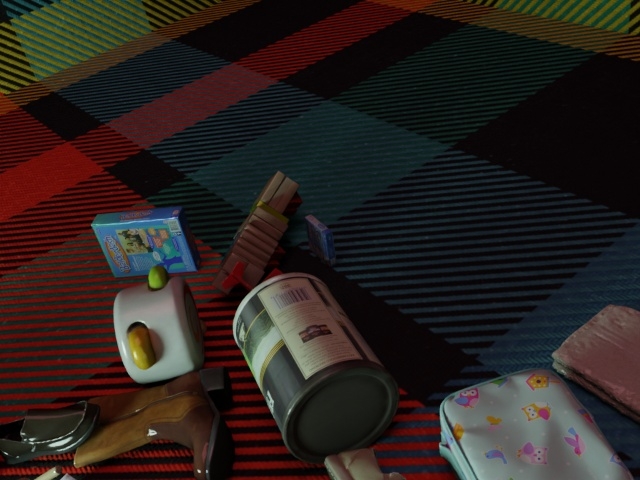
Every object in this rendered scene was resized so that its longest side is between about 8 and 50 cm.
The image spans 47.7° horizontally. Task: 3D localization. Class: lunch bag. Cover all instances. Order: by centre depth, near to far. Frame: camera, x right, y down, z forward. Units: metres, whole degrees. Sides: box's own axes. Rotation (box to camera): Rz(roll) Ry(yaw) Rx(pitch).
[{"bbox_3d":[0.305,0.327,1.076,0.224,0.108,0.279,-19,36,-4],"label":"lunch bag"}]

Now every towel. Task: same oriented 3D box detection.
[{"bbox_3d":[0.545,0.220,1.197,0.187,0.049,0.282,-31,41,-21],"label":"towel"}]

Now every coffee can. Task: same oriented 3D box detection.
[{"bbox_3d":[-0.015,0.211,1.247,0.201,0.201,0.275,-22,37,-12],"label":"coffee can"}]

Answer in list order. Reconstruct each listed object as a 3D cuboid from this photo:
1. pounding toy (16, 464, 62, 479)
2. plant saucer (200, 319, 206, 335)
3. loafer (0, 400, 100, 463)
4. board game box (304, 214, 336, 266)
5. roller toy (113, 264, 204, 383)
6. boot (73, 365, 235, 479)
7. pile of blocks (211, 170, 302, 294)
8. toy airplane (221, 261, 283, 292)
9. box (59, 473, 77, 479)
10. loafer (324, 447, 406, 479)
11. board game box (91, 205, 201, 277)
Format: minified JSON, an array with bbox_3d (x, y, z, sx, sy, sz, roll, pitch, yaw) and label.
[{"bbox_3d":[-0.390,0.434,1.038,0.269,0.155,0.154,9,37,25],"label":"pounding toy"},{"bbox_3d":[-0.280,0.187,1.514,0.083,0.015,0.083,-8,37,6],"label":"plant saucer"},{"bbox_3d":[-0.494,0.337,1.289,0.220,0.078,0.080,-24,37,12],"label":"loafer"},{"bbox_3d":[0.000,0.000,1.614,0.020,0.090,0.090,-24,37,-21],"label":"board game box"},{"bbox_3d":[-0.313,0.176,1.392,0.146,0.191,0.209,-14,53,-2],"label":"roller toy"},{"bbox_3d":[-0.296,0.339,1.254,0.280,0.096,0.264,-14,39,1],"label":"boot"},{"bbox_3d":[-0.133,0.002,1.665,0.112,0.149,0.362,33,53,-10],"label":"pile of blocks"},{"bbox_3d":[-0.141,0.102,1.513,0.151,0.028,0.151,5,70,-13],"label":"toy airplane"},{"bbox_3d":[-0.395,0.471,1.154,0.186,0.038,0.145,16,44,32],"label":"box"},{"bbox_3d":[0.099,0.392,1.056,0.092,0.102,0.268,-30,39,-13],"label":"loafer"},{"bbox_3d":[-0.398,0.006,1.669,0.210,0.160,0.047,-4,37,10],"label":"board game box"}]
